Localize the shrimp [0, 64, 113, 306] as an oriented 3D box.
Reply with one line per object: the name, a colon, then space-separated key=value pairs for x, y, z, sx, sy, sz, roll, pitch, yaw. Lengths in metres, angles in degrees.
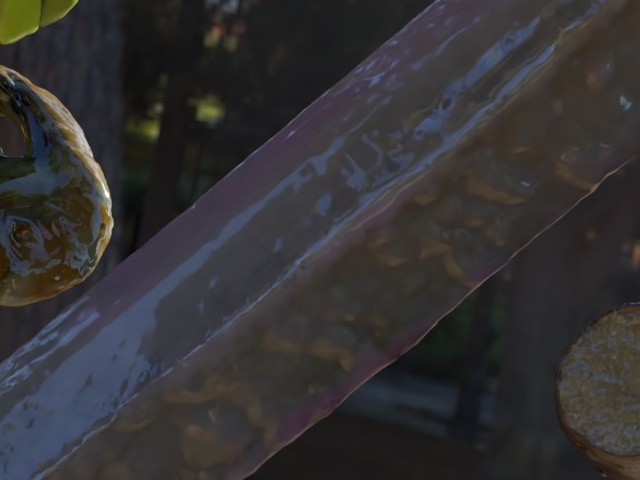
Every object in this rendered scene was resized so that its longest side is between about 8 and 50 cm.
shrimp: x=-0.222 y=-0.065 z=1.180 sx=0.254 sy=0.145 sz=0.059 roll=46 pitch=-29 yaw=22

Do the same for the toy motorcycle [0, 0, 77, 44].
toy motorcycle: x=-0.192 y=-0.225 z=0.714 sx=0.142 sy=0.342 sz=0.206 roll=-37 pitch=3 yaw=-30

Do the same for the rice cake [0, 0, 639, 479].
rice cake: x=-0.001 y=0.000 z=0.608 sx=0.064 sy=0.399 sz=0.070 roll=51 pitch=-1 yaw=-34

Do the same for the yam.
yam: x=0.150 y=0.074 z=0.883 sx=0.084 sy=0.084 sz=0.127 roll=10 pitch=-14 yaw=24
